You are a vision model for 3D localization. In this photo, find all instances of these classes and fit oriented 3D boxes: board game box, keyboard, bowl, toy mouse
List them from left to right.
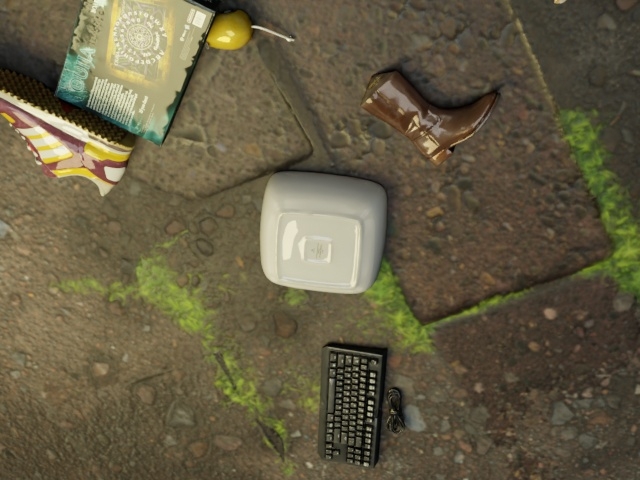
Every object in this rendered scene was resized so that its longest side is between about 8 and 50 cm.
[{"bbox_3d":[-0.188,-0.192,0.997,0.126,0.026,0.186,26,133,-7],"label":"board game box"},{"bbox_3d":[-0.116,-0.253,0.972,0.161,0.031,0.143,-3,119,10],"label":"toy mouse"},{"bbox_3d":[0.000,0.000,1.090,0.142,0.053,0.142,7,122,4],"label":"bowl"},{"bbox_3d":[0.052,0.208,1.220,0.108,0.023,0.180,5,121,5],"label":"keyboard"}]

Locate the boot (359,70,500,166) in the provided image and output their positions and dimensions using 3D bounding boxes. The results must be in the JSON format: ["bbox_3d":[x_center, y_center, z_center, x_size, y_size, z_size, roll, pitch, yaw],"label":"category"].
[{"bbox_3d":[0.109,-0.144,1.005,0.114,0.037,0.106,40,115,-10],"label":"boot"}]

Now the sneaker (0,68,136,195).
[{"bbox_3d":[-0.296,-0.112,1.056,0.186,0.069,0.083,27,114,-7],"label":"sneaker"}]

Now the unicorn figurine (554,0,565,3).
[{"bbox_3d":[0.225,-0.277,0.895,0.162,0.060,0.111,23,121,-6],"label":"unicorn figurine"}]
